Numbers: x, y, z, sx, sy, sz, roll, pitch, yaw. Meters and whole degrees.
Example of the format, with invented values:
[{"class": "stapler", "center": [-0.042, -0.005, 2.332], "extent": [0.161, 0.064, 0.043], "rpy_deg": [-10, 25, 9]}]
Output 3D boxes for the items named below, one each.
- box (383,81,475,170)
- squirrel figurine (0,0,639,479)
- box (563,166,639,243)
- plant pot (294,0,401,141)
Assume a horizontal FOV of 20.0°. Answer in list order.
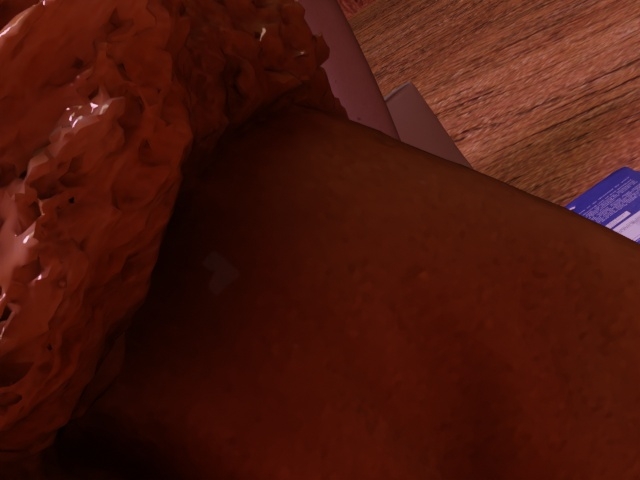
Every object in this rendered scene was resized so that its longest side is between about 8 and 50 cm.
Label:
[{"class": "box", "center": [0.000, 0.000, 1.404], "extent": [0.232, 0.127, 0.148], "rpy_deg": [-34, 4, 21]}, {"class": "squirrel figurine", "center": [-0.075, 0.088, 0.489], "extent": [0.281, 0.397, 0.370], "rpy_deg": [-24, 7, 36]}, {"class": "box", "center": [0.156, 0.020, 1.052], "extent": [0.136, 0.036, 0.225], "rpy_deg": [-36, 11, 3]}, {"class": "plant pot", "center": [-0.038, -0.021, 1.219], "extent": [0.256, 0.274, 0.256], "rpy_deg": [-36, 8, 6]}]
